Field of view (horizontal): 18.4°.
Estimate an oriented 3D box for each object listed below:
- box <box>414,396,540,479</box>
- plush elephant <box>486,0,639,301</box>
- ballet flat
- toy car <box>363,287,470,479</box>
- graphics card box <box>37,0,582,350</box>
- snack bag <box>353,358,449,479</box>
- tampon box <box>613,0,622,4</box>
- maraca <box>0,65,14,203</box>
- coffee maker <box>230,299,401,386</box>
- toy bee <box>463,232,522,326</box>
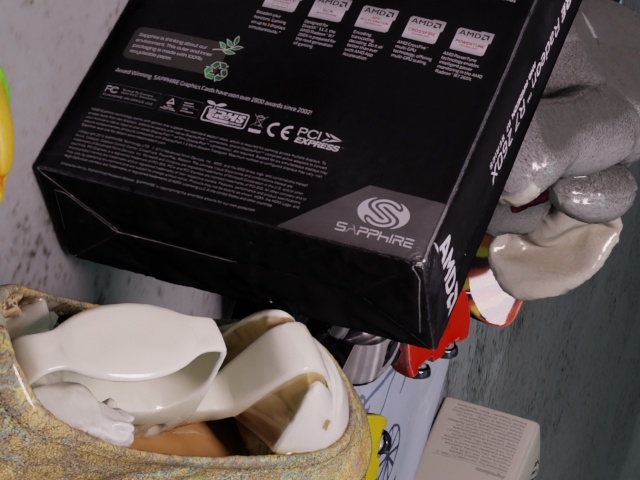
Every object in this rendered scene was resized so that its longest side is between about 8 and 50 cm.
[{"bbox_3d":[0.135,0.304,2.039,0.094,0.113,0.275,84,28,-50],"label":"box"},{"bbox_3d":[0.162,-0.095,1.654,0.330,0.272,0.255,-1,148,-40],"label":"plush elephant"},{"bbox_3d":[-0.067,0.080,1.045,0.348,0.123,0.123,7,98,-46],"label":"ballet flat"},{"bbox_3d":[0.023,0.087,1.570,0.239,0.053,0.225,-61,142,-25],"label":"toy car"},{"bbox_3d":[0.020,-0.129,1.157,0.094,0.233,0.371,80,28,-52],"label":"graphics card box"},{"bbox_3d":[0.043,0.175,1.782,0.342,0.037,0.323,40,66,-70],"label":"snack bag"},{"bbox_3d":[0.234,-0.252,1.923,0.161,0.101,0.120,-42,142,-60],"label":"tampon box"},{"bbox_3d":[-0.201,-0.015,0.802,0.186,0.099,0.127,-37,149,-24],"label":"maraca"},{"bbox_3d":[0.000,0.000,1.367,0.120,0.171,0.178,-35,163,-33],"label":"coffee maker"},{"bbox_3d":[0.184,-0.077,1.882,0.298,0.162,0.195,-60,-170,-25],"label":"toy bee"}]
